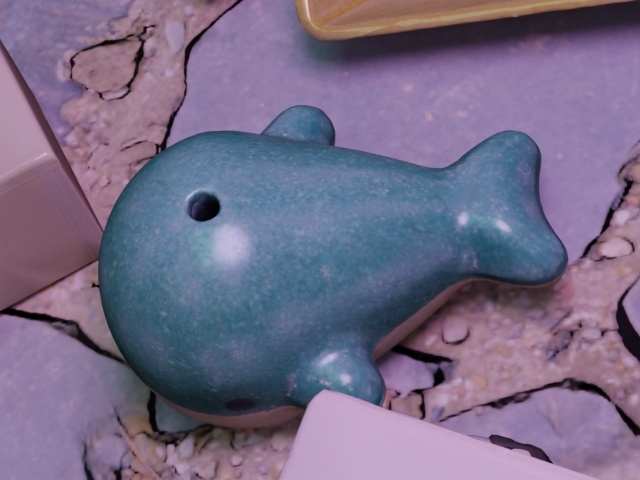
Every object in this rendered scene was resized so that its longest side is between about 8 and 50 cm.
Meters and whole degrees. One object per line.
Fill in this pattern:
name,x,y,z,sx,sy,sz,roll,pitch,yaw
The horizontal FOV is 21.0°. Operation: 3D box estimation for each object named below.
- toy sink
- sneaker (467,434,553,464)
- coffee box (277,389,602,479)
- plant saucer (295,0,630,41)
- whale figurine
toy sink,-0.279,-0.019,1.110,0.234,0.131,0.153,-29,58,-5
sneaker,-0.072,0.235,0.822,0.257,0.169,0.447,26,59,11
coffee box,0.136,0.288,0.574,0.334,0.338,0.337,17,79,29
plant saucer,0.144,-0.301,1.108,0.333,0.081,0.333,-6,83,16
whale figurine,0.000,0.000,1.003,0.272,0.141,0.216,-14,59,9
